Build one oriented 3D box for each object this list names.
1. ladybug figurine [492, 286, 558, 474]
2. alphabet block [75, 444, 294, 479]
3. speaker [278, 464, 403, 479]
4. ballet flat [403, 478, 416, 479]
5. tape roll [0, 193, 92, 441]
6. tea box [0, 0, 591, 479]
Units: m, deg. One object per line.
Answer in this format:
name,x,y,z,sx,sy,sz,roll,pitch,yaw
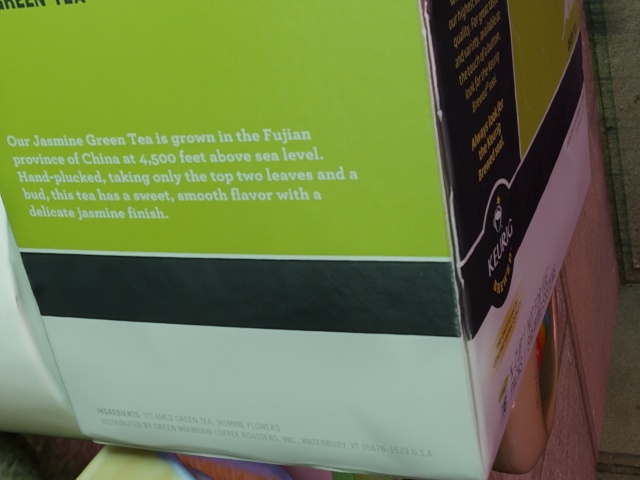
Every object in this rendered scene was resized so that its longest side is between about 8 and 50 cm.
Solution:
ladybug figurine,0.210,0.124,1.318,0.449,0.162,0.305,-35,120,-69
alphabet block,-0.069,0.243,0.579,0.197,0.193,0.192,-50,149,1
speaker,0.013,0.216,0.943,0.131,0.131,0.296,-66,148,-43
ballet flat,0.097,0.306,1.261,0.057,0.049,0.173,119,-7,-58
tape roll,-0.136,-0.023,0.623,0.286,0.100,0.286,1,90,-67
tea box,0.006,-0.108,0.545,0.329,0.220,0.323,-52,138,-55
